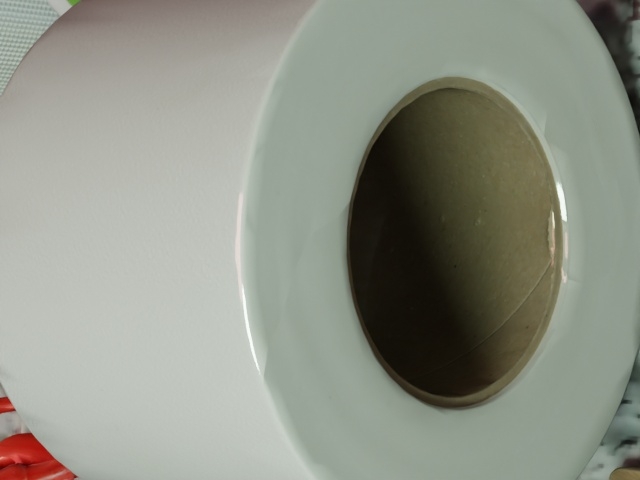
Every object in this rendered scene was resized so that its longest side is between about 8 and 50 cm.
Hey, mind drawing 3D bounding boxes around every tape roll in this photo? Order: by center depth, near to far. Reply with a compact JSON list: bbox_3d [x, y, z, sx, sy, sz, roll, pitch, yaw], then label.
[{"bbox_3d":[0.000,0.000,0.815,0.169,0.246,0.246,0,89,45],"label":"tape roll"}]

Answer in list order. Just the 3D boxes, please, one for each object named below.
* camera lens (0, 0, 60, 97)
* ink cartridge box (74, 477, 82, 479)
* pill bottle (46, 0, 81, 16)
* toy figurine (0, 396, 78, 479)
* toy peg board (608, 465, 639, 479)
[{"bbox_3d":[-0.247,-0.165,1.045,0.219,0.274,0.219,-1,88,46],"label":"camera lens"},{"bbox_3d":[-0.032,0.179,0.972,0.333,0.065,0.165,25,107,41],"label":"ink cartridge box"},{"bbox_3d":[-0.027,-0.192,0.921,0.246,0.136,0.136,-26,71,42],"label":"pill bottle"},{"bbox_3d":[-0.102,0.253,0.921,0.362,0.191,0.217,52,156,44],"label":"toy figurine"},{"bbox_3d":[0.161,0.179,0.766,0.161,0.079,0.160,2,91,46],"label":"toy peg board"}]
